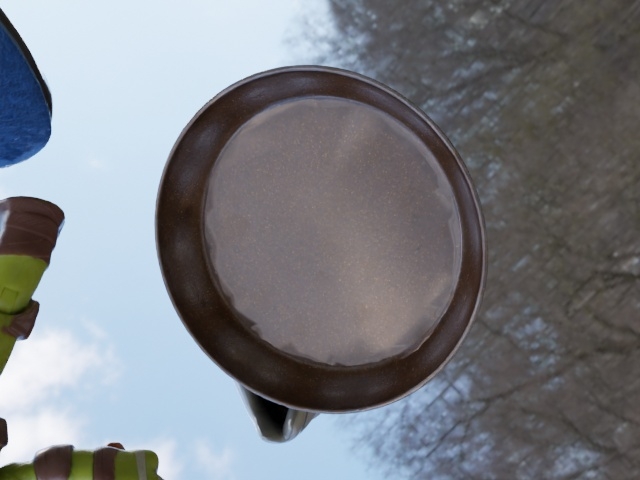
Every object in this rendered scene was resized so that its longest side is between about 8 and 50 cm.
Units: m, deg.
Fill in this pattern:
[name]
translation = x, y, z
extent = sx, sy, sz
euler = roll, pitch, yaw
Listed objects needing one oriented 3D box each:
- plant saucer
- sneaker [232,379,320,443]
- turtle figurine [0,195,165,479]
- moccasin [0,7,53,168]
[plant saucer]
translation = 0.000, 0.000, 0.487
extent = 0.168, 0.168, 0.029
euler = 44, -156, 8
[sneaker]
translation = -0.056, 0.047, 0.927
extent = 0.129, 0.111, 0.297
euler = -72, -37, -77
[turtle figurine]
translation = -0.203, 0.084, 0.494
extent = 0.270, 0.087, 0.217
euler = 0, -106, 0
[moccasin]
translation = -0.275, -0.179, 0.607
extent = 0.342, 0.138, 0.117
euler = 57, -168, -49
